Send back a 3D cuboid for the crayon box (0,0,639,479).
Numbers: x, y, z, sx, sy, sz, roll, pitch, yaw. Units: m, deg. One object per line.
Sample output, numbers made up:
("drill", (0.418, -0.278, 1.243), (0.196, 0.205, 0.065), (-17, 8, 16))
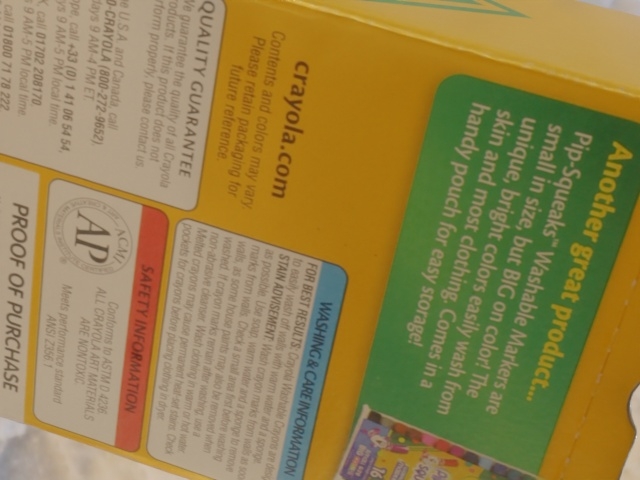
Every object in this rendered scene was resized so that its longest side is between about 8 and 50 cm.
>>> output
("crayon box", (0.000, 0.000, 0.439), (0.323, 0.083, 0.203), (17, 121, 9))
